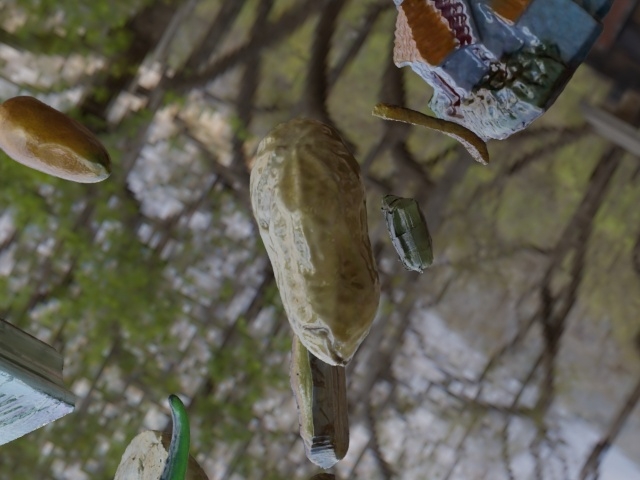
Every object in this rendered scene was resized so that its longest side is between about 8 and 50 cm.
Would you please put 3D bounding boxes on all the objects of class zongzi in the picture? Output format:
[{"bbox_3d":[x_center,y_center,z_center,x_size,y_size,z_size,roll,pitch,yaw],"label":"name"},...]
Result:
[{"bbox_3d":[0.121,-0.011,2.365,0.055,0.109,0.119,-18,-169,-10],"label":"zongzi"}]

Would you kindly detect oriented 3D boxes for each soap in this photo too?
[{"bbox_3d":[-0.422,0.167,2.017,0.261,0.150,0.094,42,-159,-60],"label":"soap"}]

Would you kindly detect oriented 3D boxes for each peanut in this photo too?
[{"bbox_3d":[0.000,0.000,2.261,0.158,0.340,0.174,-17,-175,-21],"label":"peanut"}]

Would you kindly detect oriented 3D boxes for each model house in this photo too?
[{"bbox_3d":[0.226,-0.377,2.653,0.339,0.297,0.360,41,175,-16],"label":"model house"}]

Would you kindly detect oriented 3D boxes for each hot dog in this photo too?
[{"bbox_3d":[-0.004,0.248,2.786,0.081,0.271,0.162,-6,169,15],"label":"hot dog"}]

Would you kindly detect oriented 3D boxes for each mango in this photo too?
[{"bbox_3d":[-0.356,-0.132,2.188,0.165,0.089,0.115,26,171,-29],"label":"mango"}]

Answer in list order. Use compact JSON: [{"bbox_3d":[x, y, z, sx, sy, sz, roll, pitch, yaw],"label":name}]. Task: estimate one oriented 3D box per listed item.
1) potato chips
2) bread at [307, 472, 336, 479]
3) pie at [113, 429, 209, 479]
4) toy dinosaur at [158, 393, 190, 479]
[{"bbox_3d":[0.139,-0.137,2.019,0.026,0.037,0.204,7,171,45],"label":"potato chips"},{"bbox_3d":[0.007,0.317,1.822,0.082,0.060,0.113,-27,-102,-45],"label":"bread"},{"bbox_3d":[-0.208,0.427,2.275,0.077,0.339,0.339,-9,-151,-33],"label":"pie"},{"bbox_3d":[-0.353,0.431,2.012,0.374,0.500,0.144,1,-173,-31],"label":"toy dinosaur"}]
